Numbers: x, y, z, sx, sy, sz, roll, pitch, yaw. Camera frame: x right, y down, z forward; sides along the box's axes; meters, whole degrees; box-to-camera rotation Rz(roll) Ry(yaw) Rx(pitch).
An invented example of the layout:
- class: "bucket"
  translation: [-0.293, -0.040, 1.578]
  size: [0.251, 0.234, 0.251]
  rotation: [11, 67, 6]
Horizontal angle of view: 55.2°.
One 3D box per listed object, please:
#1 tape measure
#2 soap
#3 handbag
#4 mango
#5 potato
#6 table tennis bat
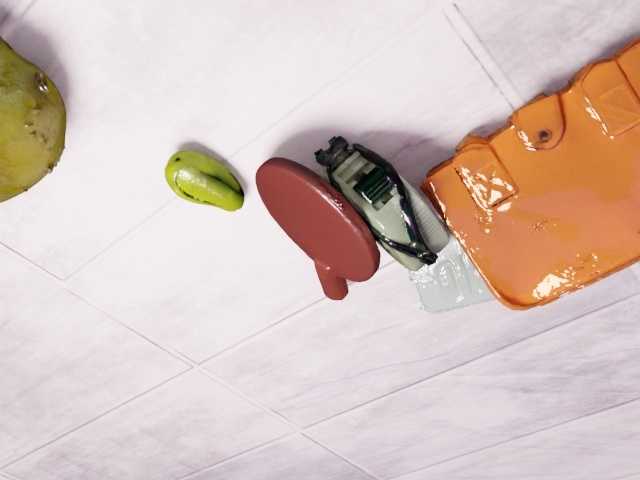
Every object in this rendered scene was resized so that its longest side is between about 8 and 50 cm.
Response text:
- class: "tape measure"
  translation: [0.106, -0.052, 1.039]
  size: [0.115, 0.207, 0.235]
  rotation: [-41, 124, 1]
- class: "soap"
  translation: [0.299, 0.038, 1.157]
  size: [0.262, 0.094, 0.150]
  rotation: [-17, 97, 17]
- class: "handbag"
  translation: [0.400, -0.093, 0.963]
  size: [0.410, 0.116, 0.303]
  rotation: [-33, 96, 27]
- class: "mango"
  translation: [-0.207, -0.104, 1.106]
  size: [0.091, 0.074, 0.165]
  rotation: [-35, 134, 26]
- class: "potato"
  translation: [-0.553, -0.167, 0.971]
  size: [0.270, 0.219, 0.359]
  rotation: [36, 134, -15]
- class: "table tennis bat"
  translation: [0.000, 0.000, 1.121]
  size: [0.268, 0.051, 0.414]
  rotation: [32, 159, 27]
